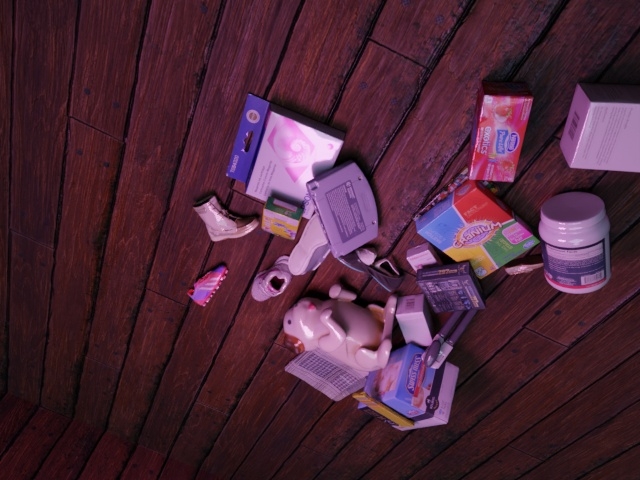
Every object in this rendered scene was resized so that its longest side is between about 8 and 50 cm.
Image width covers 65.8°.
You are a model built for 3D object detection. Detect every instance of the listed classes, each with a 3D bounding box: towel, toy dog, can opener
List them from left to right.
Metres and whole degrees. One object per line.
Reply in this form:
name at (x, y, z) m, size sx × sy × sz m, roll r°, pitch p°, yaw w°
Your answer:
towel at (0.044, 0.584, 2.191) m, size 0.324 × 0.056 × 0.312 m, roll 35°, pitch 125°, yaw -14°
toy dog at (0.062, 0.334, 1.901) m, size 0.409 × 0.284 × 0.395 m, roll 13°, pitch 145°, yaw 5°
towel at (0.236, 0.635, 1.859) m, size 0.237 × 0.021 × 0.102 m, roll 34°, pitch 154°, yaw -9°
can opener at (0.472, 0.346, 1.804) m, size 0.076 × 0.095 × 0.283 m, roll 35°, pitch 91°, yaw 9°

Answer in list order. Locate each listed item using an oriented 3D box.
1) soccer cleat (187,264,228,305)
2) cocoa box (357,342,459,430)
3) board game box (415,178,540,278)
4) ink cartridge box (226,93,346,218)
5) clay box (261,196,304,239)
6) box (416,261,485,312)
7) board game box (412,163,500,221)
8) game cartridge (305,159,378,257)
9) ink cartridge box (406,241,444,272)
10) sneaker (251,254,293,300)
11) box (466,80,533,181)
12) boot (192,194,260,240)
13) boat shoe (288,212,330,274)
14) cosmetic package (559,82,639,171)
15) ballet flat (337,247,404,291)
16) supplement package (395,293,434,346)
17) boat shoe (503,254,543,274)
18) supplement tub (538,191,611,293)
soccer cleat at (-0.457, 0.173, 1.992) m, size 0.095 × 0.083 × 0.248 m, roll 34°, pitch 129°, yaw -7°
cocoa box at (0.338, 0.585, 1.951) m, size 0.228 × 0.231 × 0.347 m, roll 28°, pitch 149°, yaw -7°
board game box at (0.505, -0.031, 1.598) m, size 0.317 × 0.064 × 0.242 m, roll 33°, pitch 126°, yaw -22°
ink cartridge box at (-0.128, -0.261, 1.602) m, size 0.331 × 0.071 × 0.324 m, roll 21°, pitch 128°, yaw -4°
clay box at (-0.134, -0.069, 1.707) m, size 0.128 × 0.053 × 0.222 m, roll 20°, pitch 161°, yaw -2°
box at (0.458, 0.170, 1.727) m, size 0.184 × 0.059 × 0.232 m, roll -10°, pitch 140°, yaw 28°
board game box at (0.434, -0.118, 1.602) m, size 0.136 × 0.030 × 0.259 m, roll 32°, pitch 126°, yaw -14°
game cartridge at (0.084, -0.105, 1.612) m, size 0.196 × 0.060 × 0.294 m, roll -27°, pitch 122°, yaw -10°
ink cartridge box at (0.370, 0.075, 1.743) m, size 0.089 × 0.052 × 0.122 m, roll -25°, pitch 116°, yaw 28°
sneaker at (-0.191, 0.165, 1.901) m, size 0.103 × 0.111 × 0.252 m, roll 35°, pitch 126°, yaw -13°
box at (0.496, -0.304, 1.390) m, size 0.128 × 0.122 × 0.256 m, roll 5°, pitch 127°, yaw 8°
boot at (-0.339, -0.090, 1.771) m, size 0.213 × 0.077 × 0.165 m, roll -13°, pitch 120°, yaw 24°
boat shoe at (0.000, 0.000, 1.767) m, size 0.099 × 0.116 × 0.319 m, roll 2°, pitch 134°, yaw -45°
cosmetic package at (0.857, -0.291, 1.297) m, size 0.366 × 0.155 × 0.196 m, roll 6°, pitch 127°, yaw 8°
ballet flat at (0.188, 0.081, 1.774) m, size 0.281 × 0.095 × 0.096 m, roll 31°, pitch 117°, yaw -23°
supplement package at (0.362, 0.306, 1.882) m, size 0.105 × 0.105 × 0.179 m, roll -11°, pitch 122°, yaw 21°
boat shoe at (0.697, 0.086, 1.681) m, size 0.136 × 0.050 × 0.045 m, roll -12°, pitch 126°, yaw 32°
supplement tub at (0.778, 0.009, 1.513) m, size 0.191 × 0.191 × 0.272 m, roll -10°, pitch 123°, yaw 20°
